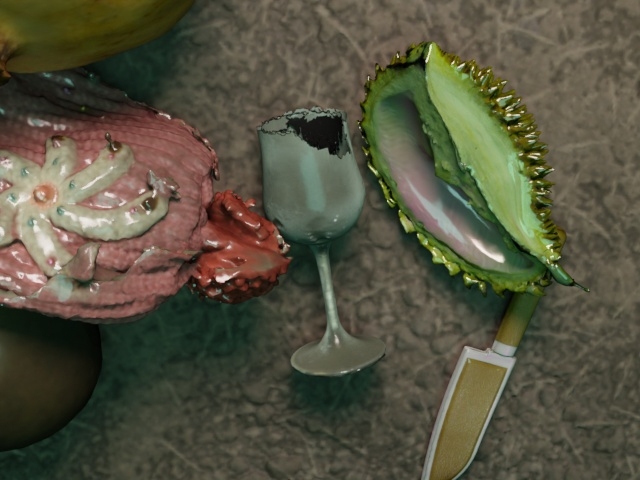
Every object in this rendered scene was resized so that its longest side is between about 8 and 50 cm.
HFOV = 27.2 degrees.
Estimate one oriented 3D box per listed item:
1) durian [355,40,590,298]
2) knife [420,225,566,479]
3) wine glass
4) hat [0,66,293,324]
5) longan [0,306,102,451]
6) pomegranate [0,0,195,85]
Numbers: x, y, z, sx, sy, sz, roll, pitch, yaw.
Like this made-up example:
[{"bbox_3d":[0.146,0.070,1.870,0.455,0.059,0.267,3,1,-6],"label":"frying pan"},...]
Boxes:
[{"bbox_3d":[0.117,-0.055,1.000,0.095,0.137,0.220,-37,104,-31],"label":"durian"},{"bbox_3d":[0.135,0.099,1.082,0.046,0.022,0.256,16,108,-17],"label":"knife"},{"bbox_3d":[0.000,0.000,1.009,0.079,0.079,0.195,-11,108,-4],"label":"wine glass"},{"bbox_3d":[-0.150,-0.033,0.919,0.286,0.236,0.107,23,142,-14],"label":"hat"},{"bbox_3d":[-0.250,0.073,0.957,0.189,0.189,0.189,-2,106,-6],"label":"longan"},{"bbox_3d":[-0.191,-0.250,0.824,0.307,0.307,0.307,-2,106,-6],"label":"pomegranate"}]
